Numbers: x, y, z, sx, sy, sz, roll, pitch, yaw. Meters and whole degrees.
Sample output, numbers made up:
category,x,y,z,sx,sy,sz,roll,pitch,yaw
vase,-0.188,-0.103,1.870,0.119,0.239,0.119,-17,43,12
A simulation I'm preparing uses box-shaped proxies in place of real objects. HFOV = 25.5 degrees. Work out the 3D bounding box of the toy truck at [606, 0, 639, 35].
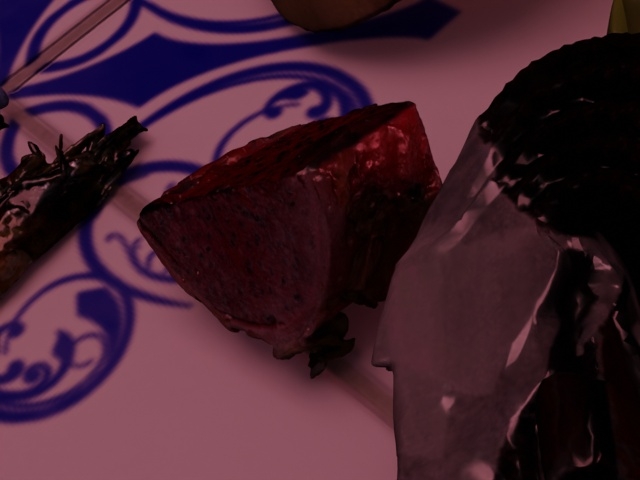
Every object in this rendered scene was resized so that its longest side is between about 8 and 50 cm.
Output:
category,x,y,z,sx,sy,sz,roll,pitch,yaw
toy truck,0.187,-0.114,0.561,0.148,0.210,0.187,19,78,33

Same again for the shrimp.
category,x,y,z,sx,sy,sz,roll,pitch,yaw
shrimp,-0.158,-0.028,0.702,0.161,0.091,0.034,-40,5,-23

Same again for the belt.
category,x,y,z,sx,sy,sz,roll,pitch,yaw
belt,0.126,0.076,0.445,0.184,0.164,0.289,-33,43,29

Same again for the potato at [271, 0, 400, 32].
category,x,y,z,sx,sy,sz,roll,pitch,yaw
potato,0.036,-0.247,0.696,0.299,0.116,0.239,-47,40,24

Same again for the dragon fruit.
category,x,y,z,sx,sy,sz,roll,pitch,yaw
dragon fruit,0.000,0.000,0.610,0.102,0.096,0.147,-37,16,-25

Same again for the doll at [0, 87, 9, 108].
category,x,y,z,sx,sy,sz,roll,pitch,yaw
doll,-0.240,-0.020,0.728,0.110,0.067,0.206,30,58,17
